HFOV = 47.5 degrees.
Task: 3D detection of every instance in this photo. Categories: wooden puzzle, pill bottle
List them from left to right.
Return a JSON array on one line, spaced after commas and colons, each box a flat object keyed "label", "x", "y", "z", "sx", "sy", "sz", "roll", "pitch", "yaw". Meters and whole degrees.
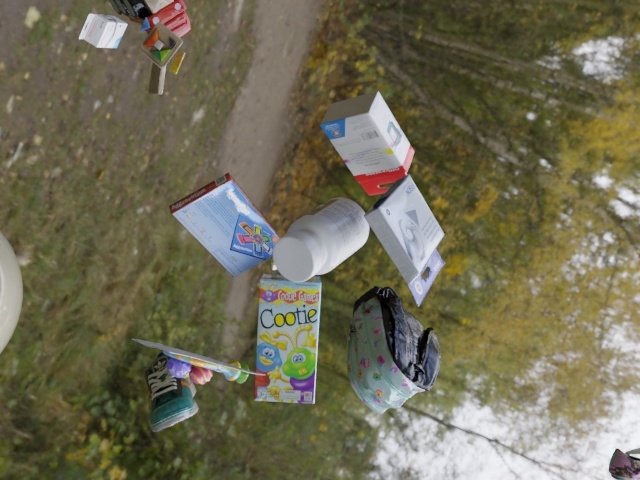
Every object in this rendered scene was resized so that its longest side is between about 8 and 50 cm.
[{"label": "wooden puzzle", "x": -0.325, "y": -0.398, "z": 1.481, "sx": 0.079, "sy": 0.116, "sz": 0.014, "roll": -57, "pitch": 176, "yaw": 4}, {"label": "pill bottle", "x": 0.000, "y": 0.000, "z": 1.568, "sx": 0.229, "sy": 0.131, "sz": 0.131, "roll": -35, "pitch": 152, "yaw": -53}]

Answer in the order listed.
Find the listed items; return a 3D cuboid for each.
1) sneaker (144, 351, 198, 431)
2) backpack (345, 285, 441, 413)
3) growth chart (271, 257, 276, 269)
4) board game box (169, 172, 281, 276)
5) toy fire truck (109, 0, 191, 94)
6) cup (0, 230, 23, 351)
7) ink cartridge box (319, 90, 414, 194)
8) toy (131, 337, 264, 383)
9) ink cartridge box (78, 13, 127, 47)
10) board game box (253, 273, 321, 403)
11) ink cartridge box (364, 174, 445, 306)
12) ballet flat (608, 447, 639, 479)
[{"label": "sneaker", "x": -0.331, "y": 0.313, "z": 1.553, "sx": 0.108, "sy": 0.121, "sz": 0.302, "roll": -24, "pitch": -173, "yaw": -9}, {"label": "backpack", "x": 0.108, "y": 0.176, "z": 1.125, "sx": 0.115, "sy": 0.152, "sz": 0.182, "roll": -43, "pitch": -158, "yaw": 24}, {"label": "growth chart", "x": -0.044, "y": -0.004, "z": 1.875, "sx": 0.237, "sy": 0.021, "sz": 0.172, "roll": -42, "pitch": 176, "yaw": -17}, {"label": "board game box", "x": -0.194, "y": -0.026, "z": 1.581, "sx": 0.281, "sy": 0.145, "sz": 0.027, "roll": 55, "pitch": 9, "yaw": -52}, {"label": "toy fire truck", "x": -0.374, "y": -0.470, "z": 1.665, "sx": 0.158, "sy": 0.246, "sz": 0.217, "roll": -37, "pitch": -147, "yaw": -13}, {"label": "cup", "x": -0.573, "y": 0.072, "z": 1.045, "sx": 0.237, "sy": 0.331, "sz": 0.331, "roll": -11, "pitch": -133, "yaw": 51}, {"label": "ink cartridge box", "x": 0.119, "y": -0.214, "z": 1.650, "sx": 0.231, "sy": 0.134, "sz": 0.078, "roll": 53, "pitch": 45, "yaw": -35}, {"label": "toy", "x": -0.238, "y": 0.246, "z": 1.403, "sx": 0.237, "sy": 0.136, "sz": 0.056, "roll": 21, "pitch": 80, "yaw": -43}, {"label": "ink cartridge box", "x": -0.361, "y": -0.348, "z": 1.209, "sx": 0.048, "sy": 0.028, "sz": 0.083, "roll": -59, "pitch": 175, "yaw": 19}, {"label": "board game box", "x": -0.076, "y": 0.224, "z": 1.695, "sx": 0.144, "sy": 0.142, "sz": 0.276, "roll": -108, "pitch": -159, "yaw": -88}, {"label": "ink cartridge box", "x": 0.198, "y": -0.006, "z": 1.542, "sx": 0.045, "sy": 0.224, "sz": 0.223, "roll": -26, "pitch": -169, "yaw": 31}, {"label": "ballet flat", "x": 0.731, "y": 0.489, "z": 1.568, "sx": 0.077, "sy": 0.221, "sz": 0.079, "roll": -135, "pitch": -123, "yaw": -82}]
